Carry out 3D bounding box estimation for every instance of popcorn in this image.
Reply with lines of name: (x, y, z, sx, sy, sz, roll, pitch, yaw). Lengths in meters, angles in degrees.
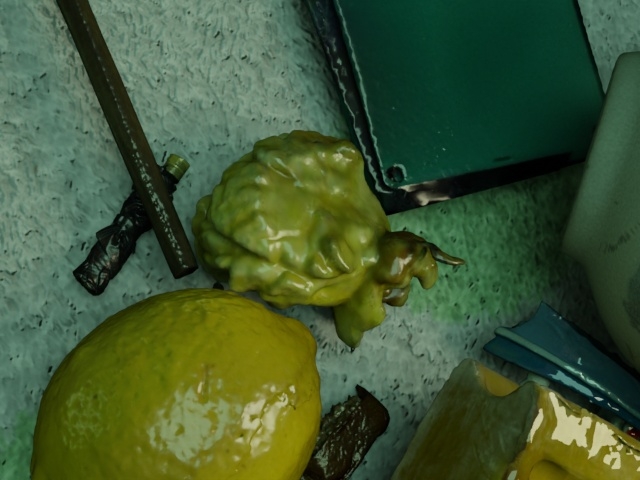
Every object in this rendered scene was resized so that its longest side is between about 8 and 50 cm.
popcorn: (-0.005, 0.002, 0.933, 0.195, 0.173, 0.168, 47, 29, 3)

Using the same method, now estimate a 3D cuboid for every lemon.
lemon: (-0.110, 0.146, 0.855, 0.260, 0.204, 0.204, -42, 91, -13)

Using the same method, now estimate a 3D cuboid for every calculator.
calculator: (0.134, -0.167, 1.062, 0.274, 0.058, 0.248, -16, 84, -18)

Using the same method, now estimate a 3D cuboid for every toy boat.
toy boat: (0.248, 0.149, 1.009, 0.238, 0.109, 0.098, 37, 96, -10)

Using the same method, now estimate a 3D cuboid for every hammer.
hammer: (-0.181, -0.140, 0.934, 0.043, 0.111, 0.365, -22, 82, -19)

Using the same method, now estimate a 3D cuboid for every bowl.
bowl: (0.323, -0.050, 0.944, 0.196, 0.435, 0.435, 18, 73, 11)

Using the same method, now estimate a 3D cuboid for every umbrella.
umbrella: (-0.162, -0.016, 0.959, 0.037, 0.040, 0.144, 31, 71, 6)

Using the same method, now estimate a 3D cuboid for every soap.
soap: (0.196, 0.295, 0.880, 0.335, 0.156, 0.293, 30, 87, -23)

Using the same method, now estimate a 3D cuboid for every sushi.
sushi: (0.015, 0.176, 0.959, 0.055, 0.052, 0.120, 40, 71, -4)
